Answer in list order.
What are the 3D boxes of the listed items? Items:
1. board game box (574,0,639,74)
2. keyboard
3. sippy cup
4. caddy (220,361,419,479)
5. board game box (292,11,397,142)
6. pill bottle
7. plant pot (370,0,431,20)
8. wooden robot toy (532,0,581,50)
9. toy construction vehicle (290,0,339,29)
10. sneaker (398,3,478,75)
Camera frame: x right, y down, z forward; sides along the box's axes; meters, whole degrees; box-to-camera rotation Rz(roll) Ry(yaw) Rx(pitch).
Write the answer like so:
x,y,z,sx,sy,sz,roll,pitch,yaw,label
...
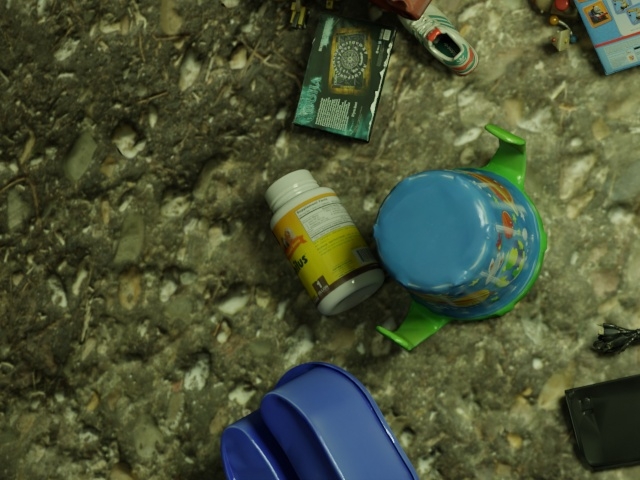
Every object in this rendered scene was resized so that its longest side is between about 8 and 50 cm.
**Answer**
x,y,z,sx,sy,sz,roll,pitch,yaw,label
0.427,-0.348,1.438,0.160,0.039,0.212,-13,114,43,board game box
0.495,0.194,1.446,0.317,0.033,0.202,-15,86,19,keyboard
0.185,-0.003,1.486,0.240,0.224,0.306,-8,83,22,sippy cup
0.011,0.349,1.551,0.241,0.179,0.341,-43,70,38,caddy
0.039,-0.259,1.661,0.126,0.026,0.186,14,89,8,board game box
0.000,0.000,1.617,0.117,0.117,0.215,-36,73,15,pill bottle
0.118,-0.486,1.536,0.272,0.272,0.265,31,97,22,plant pot
0.347,-0.364,1.542,0.079,0.076,0.173,16,91,33,wooden robot toy
-0.007,-0.370,1.701,0.085,0.035,0.098,16,91,22,toy construction vehicle
0.174,-0.321,1.601,0.057,0.075,0.161,-45,71,12,sneaker
